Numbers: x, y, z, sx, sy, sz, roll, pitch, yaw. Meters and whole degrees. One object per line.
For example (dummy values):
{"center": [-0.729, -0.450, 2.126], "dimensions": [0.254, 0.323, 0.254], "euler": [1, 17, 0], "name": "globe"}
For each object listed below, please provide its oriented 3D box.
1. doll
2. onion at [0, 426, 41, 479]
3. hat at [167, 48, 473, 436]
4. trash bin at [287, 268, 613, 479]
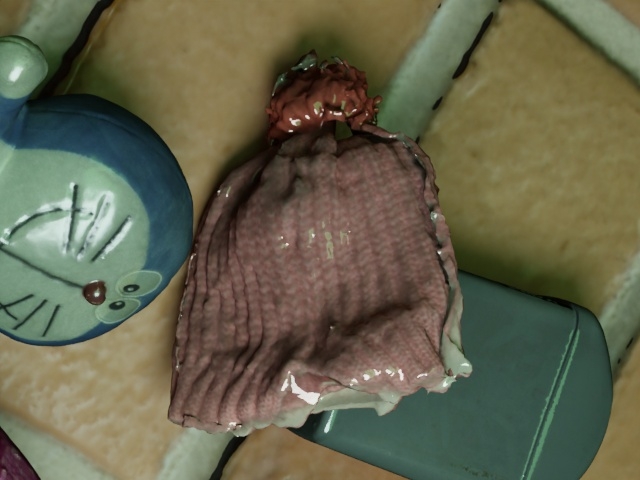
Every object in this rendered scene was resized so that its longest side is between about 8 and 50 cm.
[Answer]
{"center": [-0.212, -0.028, 1.199], "dimensions": [0.258, 0.154, 0.228], "euler": [33, 115, -17], "name": "doll"}
{"center": [-0.290, 0.192, 1.145], "dimensions": [0.256, 0.272, 0.230], "euler": [-15, 99, -60], "name": "onion"}
{"center": [0.000, 0.000, 1.284], "dimensions": [0.107, 0.237, 0.286], "euler": [42, 43, -54], "name": "hat"}
{"center": [0.107, 0.108, 1.391], "dimensions": [0.236, 0.101, 0.176], "euler": [21, 88, -22], "name": "trash bin"}
